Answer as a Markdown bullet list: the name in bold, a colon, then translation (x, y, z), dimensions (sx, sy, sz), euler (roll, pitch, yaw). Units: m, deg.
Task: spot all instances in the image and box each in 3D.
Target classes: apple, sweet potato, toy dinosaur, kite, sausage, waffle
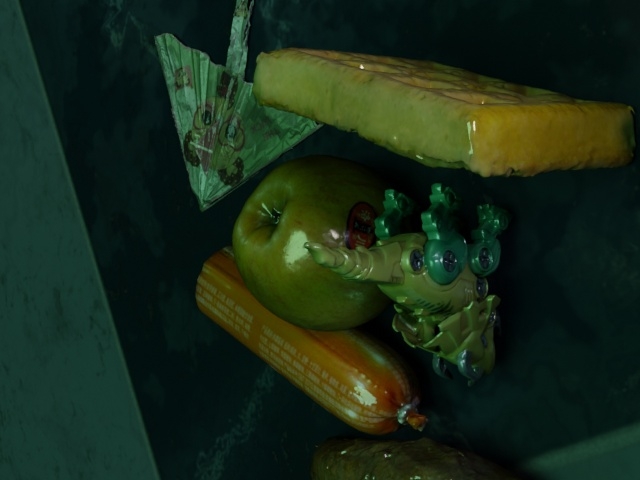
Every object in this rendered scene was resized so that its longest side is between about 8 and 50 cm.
- **apple**: translation (0.000, 0.000, 1.000), dimensions (0.182, 0.155, 0.183), euler (-24, 57, 43)
- **sweet potato**: translation (0.100, 0.231, 0.973), dimensions (0.341, 0.114, 0.092), euler (4, 79, 44)
- **toy dinosaur**: translation (0.081, 0.020, 0.895), dimensions (0.094, 0.259, 0.153), euler (-9, 61, 43)
- **kite**: translation (-0.116, -0.156, 1.221), dimensions (0.323, 0.013, 0.268), euler (34, 118, 37)
- **sausage**: translation (-0.005, 0.110, 1.080), dimensions (0.312, 0.093, 0.093), euler (33, 116, 38)
- **waffle**: translation (0.101, -0.110, 0.857), dimensions (0.247, 0.221, 0.055), euler (24, 111, 41)
